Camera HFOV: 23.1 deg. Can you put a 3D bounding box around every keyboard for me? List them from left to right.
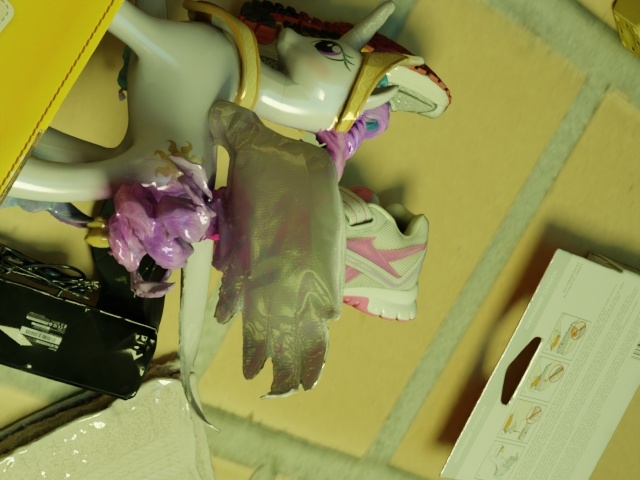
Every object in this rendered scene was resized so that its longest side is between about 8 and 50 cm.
[{"bbox_3d":[-0.223,0.059,1.268,0.192,0.038,0.100,20,108,-21],"label":"keyboard"}]

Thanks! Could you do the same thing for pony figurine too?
[{"bbox_3d":[-0.104,-0.059,1.142,0.363,0.303,0.351,16,75,-22],"label":"pony figurine"}]

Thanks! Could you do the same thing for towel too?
[{"bbox_3d":[-0.219,0.230,1.374,0.282,0.049,0.187,-26,126,-24],"label":"towel"}]

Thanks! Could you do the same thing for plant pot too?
[{"bbox_3d":[0.338,-0.220,1.543,0.083,0.081,0.081,-31,130,-5],"label":"plant pot"}]

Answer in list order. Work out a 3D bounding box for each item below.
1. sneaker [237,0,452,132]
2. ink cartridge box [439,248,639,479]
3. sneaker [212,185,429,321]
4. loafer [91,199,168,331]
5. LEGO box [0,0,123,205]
[{"bbox_3d":[0.013,-0.137,1.342,0.225,0.088,0.092,10,114,-33],"label":"sneaker"},{"bbox_3d":[0.248,0.143,1.679,0.239,0.060,0.275,19,102,-41],"label":"ink cartridge box"},{"bbox_3d":[0.000,0.000,1.393,0.252,0.103,0.111,7,105,-46],"label":"sneaker"},{"bbox_3d":[-0.155,0.017,1.312,0.061,0.062,0.170,-48,151,-67],"label":"loafer"},{"bbox_3d":[-0.329,-0.257,0.822,0.500,0.193,0.372,39,71,-34],"label":"LEGO box"}]
